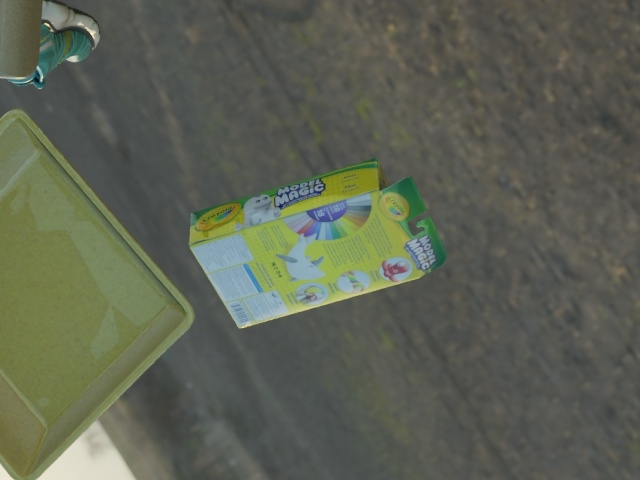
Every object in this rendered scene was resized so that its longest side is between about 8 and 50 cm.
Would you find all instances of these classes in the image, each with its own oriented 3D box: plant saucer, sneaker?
[{"bbox_3d":[-0.339,0.065,1.887,0.333,0.333,0.081,49,-158,8],"label":"plant saucer"},{"bbox_3d":[-0.339,-0.235,1.856,0.107,0.110,0.275,21,-175,7],"label":"sneaker"}]

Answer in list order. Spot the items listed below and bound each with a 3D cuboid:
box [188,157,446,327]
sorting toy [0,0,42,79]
[{"bbox_3d":[0.000,0.000,1.222,0.043,0.179,0.105,-90,-20,-45],"label":"box"},{"bbox_3d":[-0.306,-0.179,1.102,0.041,0.229,0.307,-178,91,-71],"label":"sorting toy"}]
